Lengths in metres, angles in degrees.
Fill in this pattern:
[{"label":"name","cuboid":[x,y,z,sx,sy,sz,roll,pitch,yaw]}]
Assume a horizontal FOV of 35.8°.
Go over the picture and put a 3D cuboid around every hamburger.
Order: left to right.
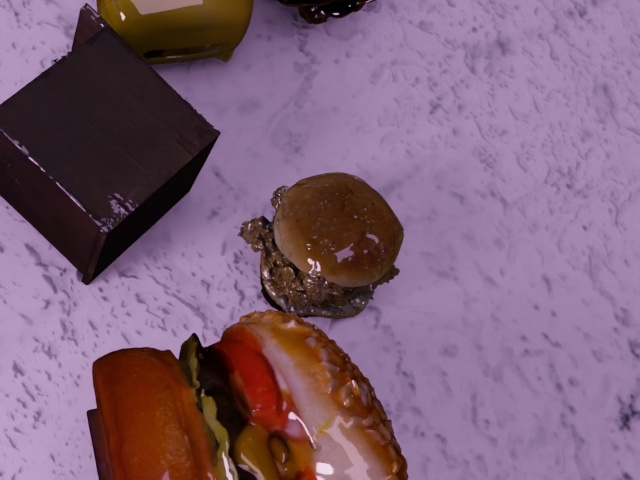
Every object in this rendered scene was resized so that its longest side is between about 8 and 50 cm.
[{"label":"hamburger","cuboid":[-0.064,0.228,0.876,0.250,0.330,0.329,-10,71,-15]},{"label":"hamburger","cuboid":[0.000,0.000,1.094,0.185,0.131,0.159,6,63,-10]}]

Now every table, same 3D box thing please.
[{"label":"table","cuboid":[-0.245,-0.096,1.037,0.193,0.172,0.169,44,62,-1]}]

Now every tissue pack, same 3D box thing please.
[{"label":"tissue pack","cuboid":[-0.169,-0.274,1.159,0.178,0.123,0.127,-10,84,-17]}]

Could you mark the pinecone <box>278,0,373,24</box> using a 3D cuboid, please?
[{"label":"pinecone","cuboid":[0.002,-0.387,1.185,0.224,0.272,0.224,-1,84,8]}]
